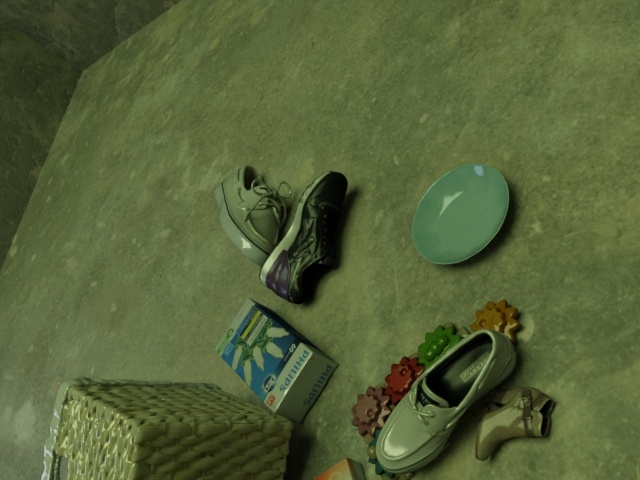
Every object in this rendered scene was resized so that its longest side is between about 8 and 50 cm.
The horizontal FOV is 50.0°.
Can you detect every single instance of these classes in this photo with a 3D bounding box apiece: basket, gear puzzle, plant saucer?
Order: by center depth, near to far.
[{"bbox_3d":[0.180,0.221,1.071,0.339,0.044,0.175,-46,39,15],"label":"gear puzzle"},{"bbox_3d":[-0.264,0.417,1.148,0.267,0.331,0.328,3,82,47],"label":"basket"},{"bbox_3d":[0.247,-0.040,1.187,0.195,0.037,0.194,-27,47,33],"label":"plant saucer"}]

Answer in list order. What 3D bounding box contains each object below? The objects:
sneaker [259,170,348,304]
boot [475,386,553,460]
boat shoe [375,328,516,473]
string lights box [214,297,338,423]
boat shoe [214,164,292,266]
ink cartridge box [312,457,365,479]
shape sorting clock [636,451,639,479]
[{"bbox_3d":[0.000,0.000,1.403,0.124,0.107,0.283,30,92,38],"label":"sneaker"},{"bbox_3d":[0.270,0.257,0.950,0.087,0.042,0.118,3,66,49],"label":"boot"},{"bbox_3d":[0.169,0.231,0.989,0.267,0.088,0.096,-44,53,11],"label":"boat shoe"},{"bbox_3d":[-0.092,0.228,1.341,0.260,0.077,0.133,30,87,52],"label":"string lights box"},{"bbox_3d":[-0.138,-0.080,1.579,0.156,0.136,0.367,-46,29,11],"label":"boat shoe"},{"bbox_3d":[0.020,0.460,1.084,0.145,0.045,0.179,-40,38,22],"label":"ink cartridge box"},{"bbox_3d":[0.431,0.211,0.726,0.206,0.040,0.206,-33,4,3],"label":"shape sorting clock"}]
